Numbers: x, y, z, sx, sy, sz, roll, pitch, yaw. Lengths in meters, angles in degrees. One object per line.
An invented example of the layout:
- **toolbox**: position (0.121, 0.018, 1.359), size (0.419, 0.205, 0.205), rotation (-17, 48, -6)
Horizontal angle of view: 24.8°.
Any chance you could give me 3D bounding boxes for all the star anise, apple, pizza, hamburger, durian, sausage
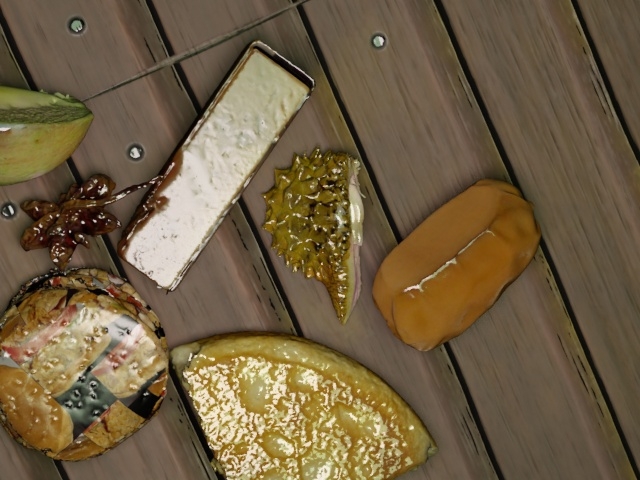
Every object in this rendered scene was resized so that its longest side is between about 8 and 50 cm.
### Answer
- **star anise**: position (-0.268, -0.036, 1.705), size (0.190, 0.070, 0.097), rotation (-23, 54, 3)
- **apple**: position (-0.392, -0.117, 1.642), size (0.265, 0.193, 0.120), rotation (3, 103, -15)
- **pizza**: position (-0.019, 0.203, 1.790), size (0.268, 0.087, 0.258), rotation (-23, 94, -11)
- **hamburger**: position (-0.289, 0.146, 1.721), size (0.231, 0.107, 0.231), rotation (-2, 101, -9)
- **durian**: position (0.008, -0.001, 1.783), size (0.140, 0.078, 0.224), rotation (-17, 96, -10)
- **sausage**: position (0.171, 0.028, 1.799), size (0.241, 0.120, 0.136), rotation (-44, 134, -4)

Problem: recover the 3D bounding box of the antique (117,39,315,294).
- **antique**: position (-0.131, -0.087, 1.744), size (0.093, 0.087, 0.310), rotation (35, 87, -10)
